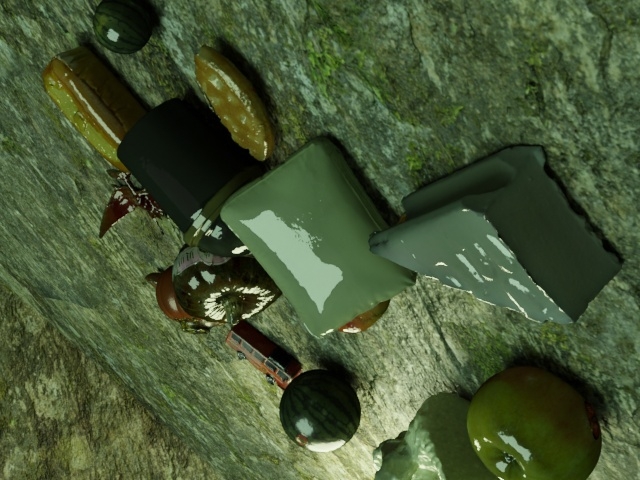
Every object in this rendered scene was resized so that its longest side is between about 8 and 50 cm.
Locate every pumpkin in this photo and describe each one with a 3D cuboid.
[{"bbox_3d":[-0.200,0.094,1.784,0.260,0.189,0.260,-5,148,-3],"label":"pumpkin"}]

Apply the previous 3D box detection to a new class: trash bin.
[{"bbox_3d":[-0.228,-0.108,1.606,0.334,0.214,0.214,47,150,0],"label":"trash bin"}]

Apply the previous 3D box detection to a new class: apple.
[{"bbox_3d":[0.064,0.111,1.617,0.146,0.146,0.146,29,148,20],"label":"apple"},{"bbox_3d":[0.395,0.359,1.512,0.260,0.194,0.261,35,148,25],"label":"apple"}]

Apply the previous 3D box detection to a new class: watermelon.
[{"bbox_3d":[0.000,0.434,2.052,0.212,0.212,0.212,29,148,20],"label":"watermelon"},{"bbox_3d":[-0.353,-0.389,1.487,0.133,0.105,0.105,32,151,-10],"label":"watermelon"}]

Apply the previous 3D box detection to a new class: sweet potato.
[{"bbox_3d":[-0.407,0.156,2.320,0.214,0.050,0.050,35,150,-1],"label":"sweet potato"}]

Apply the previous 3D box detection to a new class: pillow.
[{"bbox_3d":[0.000,0.000,1.475,0.255,0.120,0.322,-32,102,19],"label":"pillow"}]

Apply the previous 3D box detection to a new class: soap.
[{"bbox_3d":[0.265,0.020,1.264,0.258,0.159,0.302,46,151,-13],"label":"soap"}]

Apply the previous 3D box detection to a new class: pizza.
[{"bbox_3d":[-0.146,-0.252,1.471,0.127,0.058,0.246,-5,129,50],"label":"pizza"}]

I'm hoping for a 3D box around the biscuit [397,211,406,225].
[{"bbox_3d":[0.211,-0.007,1.412,0.175,0.026,0.124,7,136,45],"label":"biscuit"}]

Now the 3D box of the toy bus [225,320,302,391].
[{"bbox_3d":[-0.153,0.316,2.214,0.235,0.073,0.096,36,143,10],"label":"toy bus"}]

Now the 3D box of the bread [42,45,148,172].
[{"bbox_3d":[-0.467,-0.282,1.745,0.288,0.119,0.152,49,145,-13],"label":"bread"}]

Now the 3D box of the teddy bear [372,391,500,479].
[{"bbox_3d":[0.269,0.533,1.792,0.375,0.327,0.362,-117,32,-46],"label":"teddy bear"}]

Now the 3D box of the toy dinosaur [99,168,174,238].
[{"bbox_3d":[-0.447,-0.077,1.996,0.327,0.113,0.207,16,142,33],"label":"toy dinosaur"}]

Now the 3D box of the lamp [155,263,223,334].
[{"bbox_3d":[-0.298,0.133,2.012,0.223,0.197,0.223,4,166,1],"label":"lamp"}]
